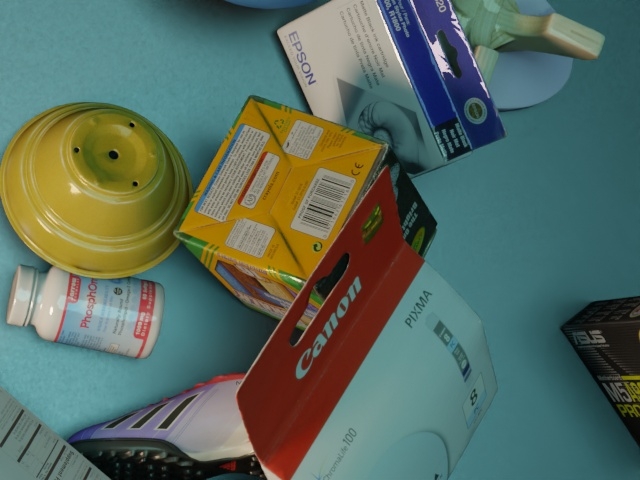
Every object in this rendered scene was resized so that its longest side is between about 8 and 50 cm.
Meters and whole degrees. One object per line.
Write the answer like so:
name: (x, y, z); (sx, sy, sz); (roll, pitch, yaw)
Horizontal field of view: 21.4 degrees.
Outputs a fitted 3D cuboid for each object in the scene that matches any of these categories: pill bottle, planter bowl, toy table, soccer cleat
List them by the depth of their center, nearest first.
planter bowl: (-0.231, -0.075, 1.826); (0.217, 0.090, 0.217); (8, 62, -16)
pill bottle: (-0.256, 0.073, 1.844); (0.160, 0.087, 0.087); (12, 82, -15)
soccer cleat: (-0.130, 0.205, 1.876); (0.318, 0.109, 0.116); (-5, 58, -9)
toy table: (0.192, -0.259, 1.963); (0.274, 0.161, 0.252); (11, 83, -14)

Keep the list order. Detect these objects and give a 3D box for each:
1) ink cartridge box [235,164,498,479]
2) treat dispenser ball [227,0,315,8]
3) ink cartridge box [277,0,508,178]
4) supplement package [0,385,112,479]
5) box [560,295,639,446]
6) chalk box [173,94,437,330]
ink cartridge box: (0.062, 0.159, 1.769); (0.091, 0.385, 0.308); (19, 59, 26)
treat dispenser ball: (-0.054, -0.396, 1.836); (0.288, 0.288, 0.288); (1, 85, -16)
ink cartridge box: (0.075, -0.177, 1.895); (0.045, 0.224, 0.223); (-26, 93, -45)
supplement package: (-0.339, 0.264, 1.755); (0.244, 0.134, 0.139); (41, 113, -9)
box: (0.407, 0.165, 1.934); (0.060, 0.270, 0.216); (-37, 97, -17)
chalk box: (0.000, 0.000, 1.851); (0.179, 0.289, 0.180); (21, 75, 25)
